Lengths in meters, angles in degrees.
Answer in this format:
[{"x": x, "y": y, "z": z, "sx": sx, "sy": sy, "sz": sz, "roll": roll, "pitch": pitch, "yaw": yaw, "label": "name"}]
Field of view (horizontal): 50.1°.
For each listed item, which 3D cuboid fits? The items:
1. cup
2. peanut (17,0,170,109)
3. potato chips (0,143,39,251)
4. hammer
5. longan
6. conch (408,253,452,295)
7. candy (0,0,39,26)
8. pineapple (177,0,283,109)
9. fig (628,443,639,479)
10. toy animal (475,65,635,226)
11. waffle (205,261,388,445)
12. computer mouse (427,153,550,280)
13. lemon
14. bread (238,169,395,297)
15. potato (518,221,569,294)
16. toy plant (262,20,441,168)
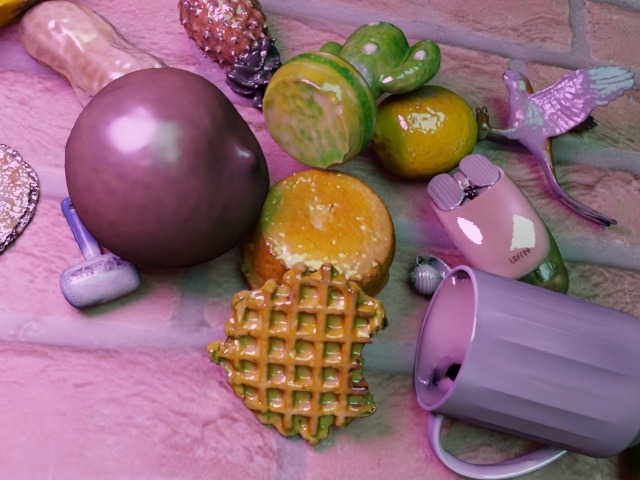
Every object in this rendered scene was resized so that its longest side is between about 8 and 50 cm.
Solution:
[{"x": 0.328, "y": 0.233, "z": 1.081, "sx": 0.326, "sy": 0.237, "sz": 0.323, "roll": 17, "pitch": 93, "yaw": -9, "label": "cup"}, {"x": -0.366, "y": -0.292, "z": 1.145, "sx": 0.313, "sy": 0.149, "sz": 0.149, "roll": 41, "pitch": 62, "yaw": 4, "label": "peanut"}, {"x": -0.554, "y": -0.072, "z": 1.055, "sx": 0.219, "sy": 0.029, "sz": 0.202, "roll": 13, "pitch": 64, "yaw": -14, "label": "potato chips"}, {"x": -0.362, "y": 0.009, "z": 1.058, "sx": 0.116, "sy": 0.069, "sz": 0.194, "roll": -21, "pitch": 66, "yaw": -23, "label": "hammer"}, {"x": -0.222, "y": -0.101, "z": 1.006, "sx": 0.297, "sy": 0.297, "sz": 0.297, "roll": 6, "pitch": 66, "yaw": -14, "label": "longan"}, {"x": 0.190, "y": 0.063, "z": 1.196, "sx": 0.085, "sy": 0.056, "sz": 0.076, "roll": 19, "pitch": 41, "yaw": -29, "label": "conch"}, {"x": -0.500, "y": -0.432, "z": 1.150, "sx": 0.081, "sy": 0.187, "sz": 0.297, "roll": 37, "pitch": 62, "yaw": -29, "label": "candy"}, {"x": -0.117, "y": -0.332, "z": 1.240, "sx": 0.310, "sy": 0.141, "sz": 0.170, "roll": 54, "pitch": 39, "yaw": -3, "label": "pineapple"}, {"x": 0.619, "y": 0.371, "z": 1.061, "sx": 0.233, "sy": 0.314, "sz": 0.233, "roll": 0, "pitch": 86, "yaw": 5, "label": "fig"}, {"x": 0.447, "y": -0.188, "z": 1.370, "sx": 0.301, "sy": 0.225, "sz": 0.284, "roll": 8, "pitch": 85, "yaw": 1, "label": "toy animal"}, {"x": -0.016, "y": 0.167, "z": 1.017, "sx": 0.291, "sy": 0.051, "sz": 0.291, "roll": 0, "pitch": 103, "yaw": 0, "label": "waffle"}, {"x": 0.284, "y": -0.038, "z": 1.163, "sx": 0.145, "sy": 0.082, "sz": 0.237, "roll": -32, "pitch": 63, "yaw": 6, "label": "computer mouse"}, {"x": 0.186, "y": -0.196, "z": 1.247, "sx": 0.207, "sy": 0.170, "sz": 0.170, "roll": -14, "pitch": 72, "yaw": -18, "label": "lemon"}, {"x": 0.000, "y": 0.000, "z": 1.119, "sx": 0.268, "sy": 0.146, "sz": 0.269, "roll": 7, "pitch": 61, "yaw": -13, "label": "bread"}, {"x": 0.348, "y": 0.015, "z": 1.233, "sx": 0.149, "sy": 0.113, "sz": 0.251, "roll": -28, "pitch": 64, "yaw": -11, "label": "potato"}, {"x": 0.054, "y": -0.268, "z": 1.155, "sx": 0.224, "sy": 0.185, "sz": 0.316, "roll": 17, "pitch": 45, "yaw": 31, "label": "toy plant"}]
